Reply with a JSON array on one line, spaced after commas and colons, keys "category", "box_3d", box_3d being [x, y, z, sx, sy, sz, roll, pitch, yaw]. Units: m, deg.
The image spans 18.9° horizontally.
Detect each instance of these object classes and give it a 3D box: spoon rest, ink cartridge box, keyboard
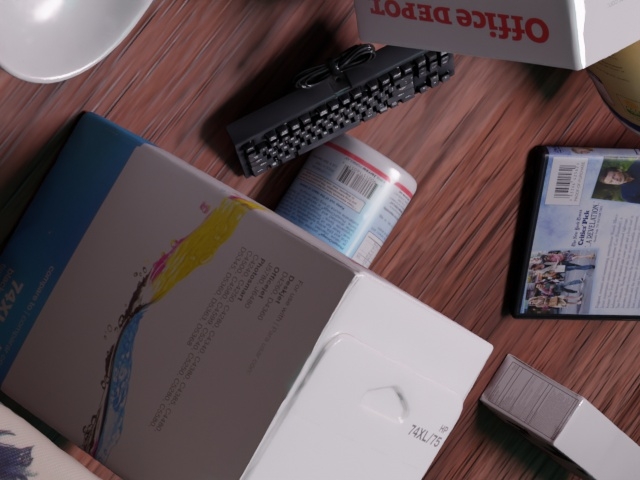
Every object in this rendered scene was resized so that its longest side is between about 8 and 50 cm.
[{"category": "spoon rest", "box_3d": [-0.119, -0.219, 1.211, 0.276, 0.084, 0.137, -56, 144, -7]}, {"category": "ink cartridge box", "box_3d": [-0.066, 0.075, 1.319, 0.198, 0.270, 0.197, 30, 89, -54]}, {"category": "keyboard", "box_3d": [0.017, -0.107, 1.432, 0.180, 0.023, 0.108, -28, 154, -4]}, {"category": "ink cartridge box", "box_3d": [0.116, -0.274, 1.296, 0.121, 0.211, 0.289, -28, 119, -37]}]

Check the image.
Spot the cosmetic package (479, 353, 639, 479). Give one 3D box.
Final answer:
[{"category": "cosmetic package", "box_3d": [0.255, 0.197, 1.948, 0.060, 0.099, 0.239, -55, 144, -3]}]

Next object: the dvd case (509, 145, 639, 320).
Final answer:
[{"category": "dvd case", "box_3d": [0.313, -0.003, 1.819, 0.253, 0.022, 0.180, 1, 120, -10]}]

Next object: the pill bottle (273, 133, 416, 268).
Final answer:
[{"category": "pill bottle", "box_3d": [0.000, 0.000, 1.506, 0.160, 0.087, 0.087, -57, 145, -3]}]

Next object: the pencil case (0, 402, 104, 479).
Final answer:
[{"category": "pencil case", "box_3d": [-0.237, 0.164, 1.116, 0.410, 0.183, 0.160, 37, 41, -21]}]

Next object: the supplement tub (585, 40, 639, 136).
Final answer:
[{"category": "supplement tub", "box_3d": [0.292, -0.238, 1.578, 0.228, 0.228, 0.316, -54, 144, -8]}]
